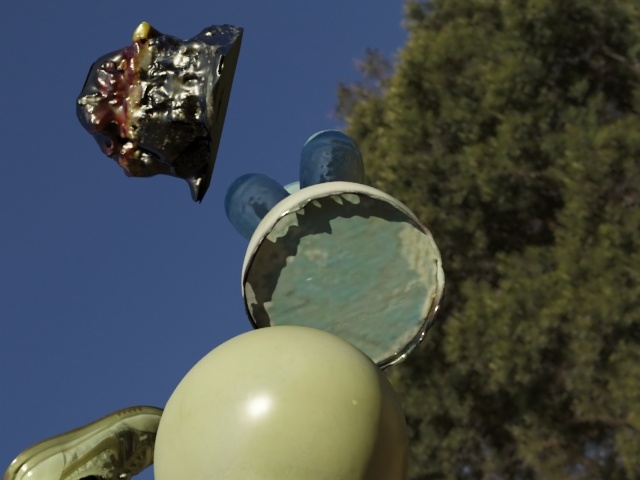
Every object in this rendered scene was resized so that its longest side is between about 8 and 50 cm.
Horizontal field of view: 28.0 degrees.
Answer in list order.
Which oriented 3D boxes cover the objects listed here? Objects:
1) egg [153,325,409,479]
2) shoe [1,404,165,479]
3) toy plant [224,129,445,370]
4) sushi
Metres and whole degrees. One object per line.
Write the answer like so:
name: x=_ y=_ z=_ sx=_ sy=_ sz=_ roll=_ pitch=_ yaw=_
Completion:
egg: x=-0.033 y=0.189 z=1.098 sx=0.219 sy=0.219 sz=0.269 roll=-30 pitch=-35 yaw=-32
shoe: x=-0.299 y=0.312 z=1.770 sx=0.275 sy=0.098 sz=0.103 roll=-19 pitch=-34 yaw=-38
toy plant: x=0.000 y=0.000 z=1.555 sx=0.247 sy=0.332 sz=0.247 roll=-4 pitch=-69 yaw=-10
sushi: x=-0.182 y=-0.151 z=1.408 sx=0.153 sy=0.151 sz=0.172 roll=-78 pitch=0 yaw=-69
